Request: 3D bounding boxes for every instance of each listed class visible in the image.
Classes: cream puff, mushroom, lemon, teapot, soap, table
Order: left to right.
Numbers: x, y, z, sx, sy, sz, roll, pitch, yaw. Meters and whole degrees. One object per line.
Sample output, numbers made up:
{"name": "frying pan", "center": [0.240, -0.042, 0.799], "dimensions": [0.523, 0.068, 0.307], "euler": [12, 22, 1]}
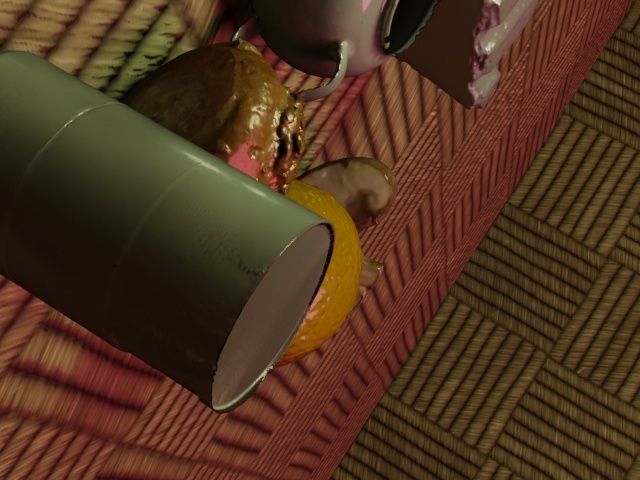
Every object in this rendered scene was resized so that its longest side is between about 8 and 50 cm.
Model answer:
{"name": "table", "center": [-0.116, -0.010, 0.555], "dimensions": [0.126, 0.220, 0.126], "euler": [-53, 163, -25]}
{"name": "cream puff", "center": [-0.080, -0.062, 0.686], "dimensions": [0.115, 0.165, 0.150], "euler": [42, 50, -43]}
{"name": "lemon", "center": [-0.053, 0.027, 0.889], "dimensions": [0.244, 0.187, 0.187], "euler": [-46, 161, -54]}
{"name": "mushroom", "center": [0.000, 0.000, 1.090], "dimensions": [0.285, 0.156, 0.151], "euler": [-54, -179, 30]}
{"name": "teapot", "center": [0.033, -0.223, 0.782], "dimensions": [0.294, 0.129, 0.193], "euler": [-53, 162, -21]}
{"name": "soap", "center": [0.190, -0.333, 1.004], "dimensions": [0.302, 0.159, 0.258], "euler": [-50, 159, -21]}
